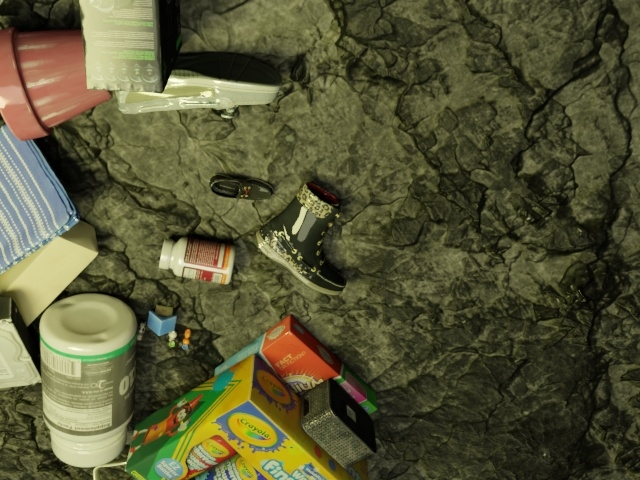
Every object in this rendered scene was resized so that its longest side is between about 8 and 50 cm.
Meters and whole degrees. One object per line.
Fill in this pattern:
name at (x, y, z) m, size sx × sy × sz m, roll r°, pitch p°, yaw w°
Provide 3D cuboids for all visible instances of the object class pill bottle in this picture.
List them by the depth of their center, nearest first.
pill bottle at (-0.261, 0.040, 1.796) m, size 0.152 × 0.086 × 0.086 m, roll 11°, pitch 120°, yaw -8°
pill bottle at (-0.516, 0.316, 1.888) m, size 0.204 × 0.204 × 0.361 m, roll 6°, pitch 121°, yaw -6°

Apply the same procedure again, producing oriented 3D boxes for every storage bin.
storage bin at (0.042, 0.418, 1.938) m, size 0.084 × 0.122 × 0.180 m, roll -33°, pitch 117°, yaw 17°

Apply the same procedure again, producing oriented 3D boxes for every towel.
towel at (-0.658, -0.063, 1.688) m, size 0.336 × 0.040 × 0.243 m, roll -32°, pitch 89°, yaw 17°

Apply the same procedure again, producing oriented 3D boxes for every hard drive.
hard drive at (-0.742, 0.233, 1.808) m, size 0.237 × 0.064 × 0.339 m, roll -5°, pitch 150°, yaw -9°

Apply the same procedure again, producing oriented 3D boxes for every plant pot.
plant pot at (-0.481, -0.297, 1.526) m, size 0.180 × 0.201 × 0.201 m, roll -16°, pitch 121°, yaw -3°

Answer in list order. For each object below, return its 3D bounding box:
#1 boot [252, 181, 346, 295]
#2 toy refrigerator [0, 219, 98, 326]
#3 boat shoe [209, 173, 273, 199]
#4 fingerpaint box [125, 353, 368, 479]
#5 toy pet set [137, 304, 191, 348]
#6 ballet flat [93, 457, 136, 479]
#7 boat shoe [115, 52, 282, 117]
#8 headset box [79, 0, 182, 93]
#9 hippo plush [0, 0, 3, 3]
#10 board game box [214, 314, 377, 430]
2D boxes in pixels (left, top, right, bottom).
boot at (-0.001, 0.000, 1.781) m, size 0.236 × 0.085 × 0.178 m, roll 34°, pitch 112°, yaw -20°
toy refrigerator at (-0.594, 0.061, 1.786) m, size 0.269 × 0.094 × 0.102 m, roll -42°, pitch 135°, yaw 22°
boat shoe at (-0.163, -0.104, 1.738) m, size 0.133 × 0.042 × 0.049 m, roll 10°, pitch 118°, yaw -10°
fingerpaint box at (-0.161, 0.529, 1.978) m, size 0.371 × 0.163 × 0.445 m, roll -32°, pitch 118°, yaw 19°
toy pet set at (-0.353, 0.209, 1.908) m, size 0.122 × 0.065 × 0.114 m, roll 11°, pitch 120°, yaw -9°
ballet flat at (-0.538, 0.656, 2.144) m, size 0.483 × 0.164 × 0.182 m, roll -29°, pitch 96°, yaw 9°
boat shoe at (-0.230, -0.283, 1.588) m, size 0.320 × 0.118 × 0.103 m, roll 1°, pitch 127°, yaw 2°
headset box at (-0.316, -0.407, 1.427) m, size 0.131 × 0.246 × 0.283 m, roll 3°, pitch 121°, yaw -3°
hippo plush at (-0.587, -0.493, 1.374) m, size 0.294 × 0.234 × 0.236 m, roll 38°, pitch 113°, yaw -22°
board game box at (-0.057, 0.351, 2.004) m, size 0.242 × 0.064 × 0.316 m, roll -37°, pitch 116°, yaw 19°
